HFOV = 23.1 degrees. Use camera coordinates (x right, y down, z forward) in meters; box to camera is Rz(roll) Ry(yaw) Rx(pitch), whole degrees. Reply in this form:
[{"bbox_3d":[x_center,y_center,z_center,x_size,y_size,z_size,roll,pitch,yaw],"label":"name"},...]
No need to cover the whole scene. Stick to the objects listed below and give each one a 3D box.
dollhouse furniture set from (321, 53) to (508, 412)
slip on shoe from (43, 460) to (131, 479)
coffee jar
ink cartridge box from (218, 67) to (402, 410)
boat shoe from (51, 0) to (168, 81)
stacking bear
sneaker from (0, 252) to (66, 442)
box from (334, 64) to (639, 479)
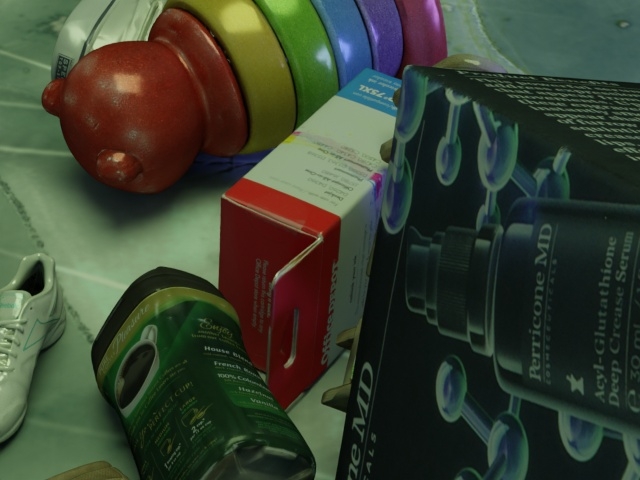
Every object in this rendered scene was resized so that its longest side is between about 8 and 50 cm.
[{"bbox_3d":[0.152,0.022,0.932,0.242,0.161,0.212,21,71,-19],"label":"dollhouse furniture set"},{"bbox_3d":[-0.168,0.160,0.894,0.135,0.051,0.041,-18,51,-30],"label":"slip on shoe"},{"bbox_3d":[-0.075,0.099,0.936,0.079,0.096,0.184,20,24,-35],"label":"coffee jar"},{"bbox_3d":[0.000,0.000,1.042,0.078,0.134,0.231,24,42,22],"label":"ink cartridge box"},{"bbox_3d":[-0.128,-0.204,1.306,0.088,0.096,0.267,19,42,10],"label":"boat shoe"},{"bbox_3d":[-0.063,-0.130,1.177,0.289,0.164,0.175,-29,67,-25],"label":"stacking bear"},{"bbox_3d":[-0.204,0.067,0.996,0.053,0.061,0.152,11,41,3],"label":"sneaker"},{"bbox_3d":[0.175,0.115,0.624,0.212,0.293,0.395,3,16,-21],"label":"box"}]
